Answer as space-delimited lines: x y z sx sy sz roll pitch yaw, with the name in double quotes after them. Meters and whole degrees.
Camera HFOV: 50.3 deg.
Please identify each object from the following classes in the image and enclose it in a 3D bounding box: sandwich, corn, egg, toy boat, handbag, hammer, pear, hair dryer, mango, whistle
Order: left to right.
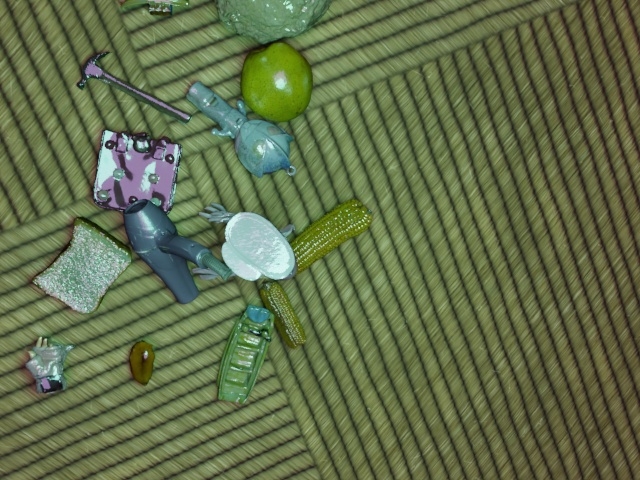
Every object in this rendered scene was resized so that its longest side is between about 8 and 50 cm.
-0.613 0.069 1.770 0.186 0.065 0.214 39 89 -12 "sandwich"
-0.472 -0.174 1.762 0.203 0.074 0.216 10 96 -13 "handbag"
-0.472 -0.380 1.762 0.297 0.027 0.125 28 96 -11 "hammer"
-0.477 0.326 1.817 0.063 0.077 0.127 -7 113 -33 "mango"
-0.420 -0.605 1.729 0.172 0.065 0.066 -2 116 -7 "toy boat"
-0.325 0.057 1.662 0.121 0.361 0.301 -41 124 -26 "hair dryer"
-0.201 -0.283 1.779 0.346 0.134 0.142 38 92 -2 "whistle"
-0.206 0.304 1.861 0.111 0.084 0.276 16 97 -14 "toy boat"
-0.111 -0.626 1.683 0.310 0.279 0.279 -10 99 17 "egg"
-0.112 -0.406 1.745 0.198 0.198 0.198 -1 97 -10 "pear"
-0.102 0.203 1.871 0.068 0.068 0.207 -28 99 -6 "corn"
-0.002 -0.004 1.850 0.313 0.102 0.102 -33 101 -3 "corn"

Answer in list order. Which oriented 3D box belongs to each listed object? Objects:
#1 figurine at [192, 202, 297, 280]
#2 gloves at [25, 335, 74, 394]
-0.188 0.009 1.716 0.284 0.315 0.206 10 84 1 "figurine"
-0.707 0.326 1.769 0.110 0.094 0.144 11 75 -19 "gloves"
